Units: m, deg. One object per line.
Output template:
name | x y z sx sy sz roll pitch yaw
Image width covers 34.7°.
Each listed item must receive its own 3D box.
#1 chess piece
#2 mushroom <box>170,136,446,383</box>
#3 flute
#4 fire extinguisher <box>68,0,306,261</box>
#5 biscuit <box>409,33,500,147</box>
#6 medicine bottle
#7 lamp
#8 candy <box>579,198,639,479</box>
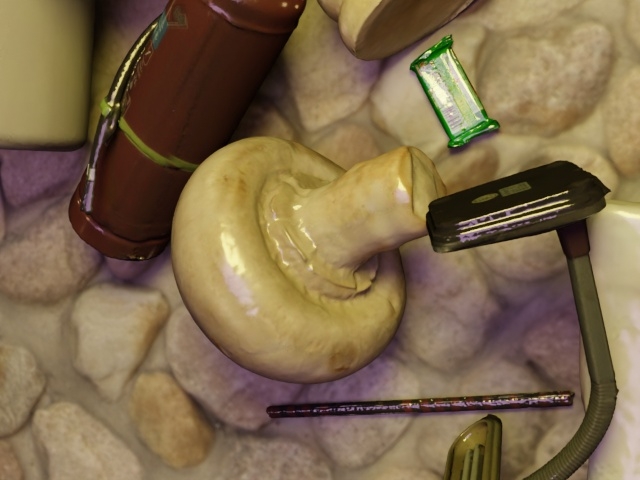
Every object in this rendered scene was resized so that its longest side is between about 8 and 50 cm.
chess piece | 0.016 -0.284 0.822 0.142 0.142 0.261 -38 75 16
mushroom | -0.008 0.016 0.798 0.209 0.206 0.206 6 96 50
flute | 0.081 0.142 0.879 0.269 0.014 0.014 -5 92 18
fire extinguisher | -0.106 -0.126 0.805 0.105 0.141 0.341 36 125 2
biscuit | 0.109 -0.122 0.852 0.046 0.016 0.089 -28 85 15
medicine bottle | -0.293 -0.251 0.869 0.208 0.208 0.340 6 95 17
lamp | 0.137 0.079 0.740 0.124 0.203 0.283 -1 105 2
candy | 0.362 0.080 0.720 0.358 0.145 0.208 4 96 18
